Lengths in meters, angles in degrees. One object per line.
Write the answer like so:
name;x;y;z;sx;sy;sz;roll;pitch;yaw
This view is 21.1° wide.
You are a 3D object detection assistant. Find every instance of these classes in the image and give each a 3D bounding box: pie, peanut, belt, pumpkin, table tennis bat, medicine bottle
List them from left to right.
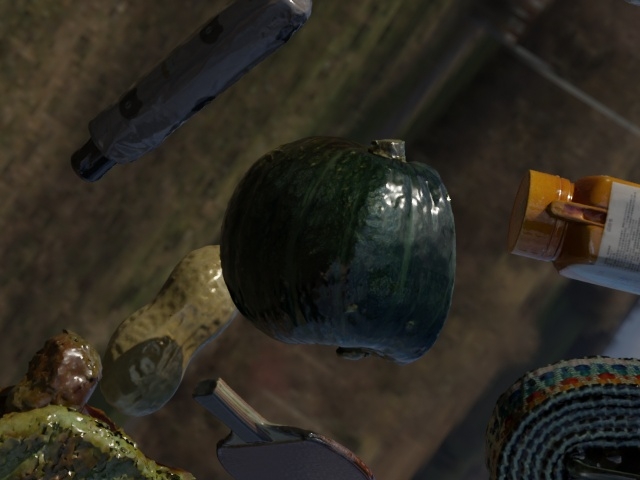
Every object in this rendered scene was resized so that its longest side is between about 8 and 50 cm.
pie;-0.296;0.352;1.824;0.395;0.418;0.180;-31;-159;0
peanut;-0.192;0.113;2.251;0.274;0.111;0.125;-49;-155;-22
table tennis bat;-0.037;0.179;1.457;0.220;0.130;0.019;47;45;-40
pumpkin;0.000;0.000;1.994;0.197;0.293;0.263;8;94;-37
medicine bottle;0.338;-0.008;2.011;0.149;0.222;0.112;119;-16;-80
belt;0.285;0.220;1.618;0.150;0.257;0.207;-91;-168;-78

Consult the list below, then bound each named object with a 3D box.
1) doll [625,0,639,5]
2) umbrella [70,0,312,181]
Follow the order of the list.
doll;0.333;-0.178;1.408;0.086;0.291;0.117;-49;-167;-19
umbrella;-0.146;-0.170;1.843;0.337;0.073;0.067;-36;174;25
